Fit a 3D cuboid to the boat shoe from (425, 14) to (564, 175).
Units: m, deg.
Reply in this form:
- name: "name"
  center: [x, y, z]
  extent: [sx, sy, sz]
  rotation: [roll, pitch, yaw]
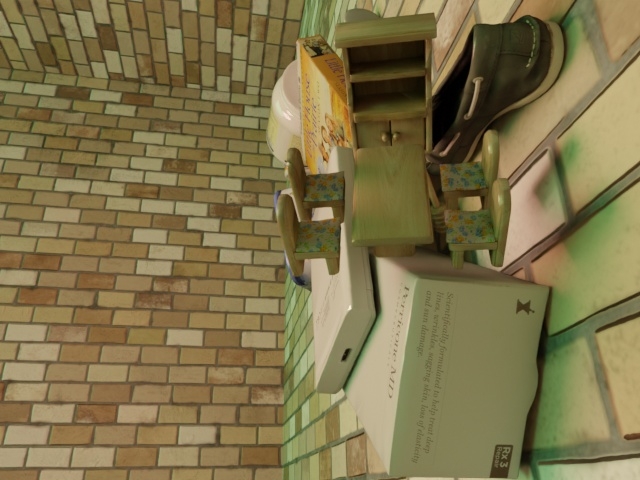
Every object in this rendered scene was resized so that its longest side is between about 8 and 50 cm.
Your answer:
- name: "boat shoe"
  center: [0.174, -0.176, 0.678]
  extent: [0.335, 0.096, 0.112]
  rotation: [128, 144, -73]

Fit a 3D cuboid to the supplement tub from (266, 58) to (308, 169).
- name: "supplement tub"
  center: [-0.038, -0.382, 1.598]
  extent: [0.325, 0.236, 0.235]
  rotation: [122, 150, -70]

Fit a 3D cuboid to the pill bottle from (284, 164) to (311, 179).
- name: "pill bottle"
  center: [-0.054, -0.361, 1.937]
  extent: [0.152, 0.153, 0.271]
  rotation: [129, 144, -74]

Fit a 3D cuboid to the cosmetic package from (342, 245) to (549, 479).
- name: "cosmetic package"
  center: [0.121, 0.123, 0.704]
  extent: [0.385, 0.156, 0.217]
  rotation: [-153, 69, -81]

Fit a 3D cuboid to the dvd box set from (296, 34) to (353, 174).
- name: "dvd box set"
  center: [0.050, -0.168, 1.022]
  extent: [0.307, 0.062, 0.420]
  rotation: [89, 161, -47]

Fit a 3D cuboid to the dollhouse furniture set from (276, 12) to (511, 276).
- name: "dollhouse furniture set"
  center: [0.072, -0.101, 0.544]
  extent: [0.161, 0.212, 0.242]
  rotation: [78, -167, -46]

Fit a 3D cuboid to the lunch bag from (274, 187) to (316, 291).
- name: "lunch bag"
  center: [0.000, 0.000, 1.210]
  extent: [0.303, 0.115, 0.243]
  rotation: [37, -144, -67]

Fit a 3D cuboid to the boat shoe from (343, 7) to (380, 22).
- name: "boat shoe"
  center: [0.104, -0.452, 1.236]
  extent: [0.088, 0.096, 0.267]
  rotation: [104, 161, -51]

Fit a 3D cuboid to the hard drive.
- name: "hard drive"
  center: [0.022, 0.035, 0.764]
  extent: [0.203, 0.040, 0.307]
  rotation: [106, 166, -45]

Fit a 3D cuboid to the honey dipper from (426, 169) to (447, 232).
- name: "honey dipper"
  center: [0.153, -0.082, 0.736]
  extent: [0.030, 0.031, 0.160]
  rotation: [-104, -11, -61]
